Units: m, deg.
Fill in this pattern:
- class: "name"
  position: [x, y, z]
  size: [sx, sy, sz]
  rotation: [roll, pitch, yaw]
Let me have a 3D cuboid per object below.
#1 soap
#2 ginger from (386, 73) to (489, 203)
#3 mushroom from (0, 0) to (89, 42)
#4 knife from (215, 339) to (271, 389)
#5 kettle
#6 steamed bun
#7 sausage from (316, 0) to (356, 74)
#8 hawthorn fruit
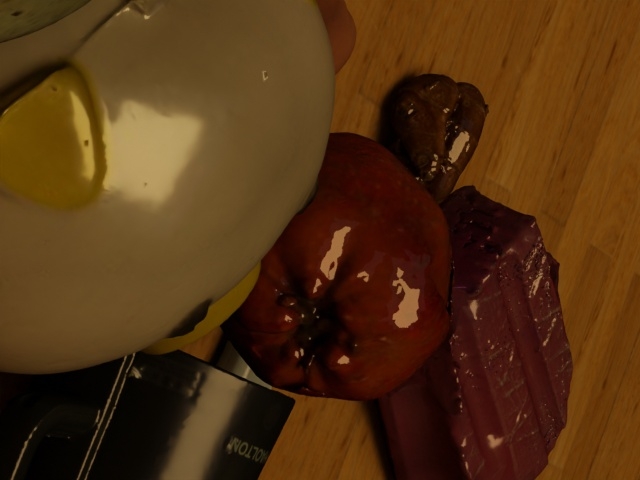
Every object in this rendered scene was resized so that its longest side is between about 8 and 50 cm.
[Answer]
- class: "soap"
  position: [0.155, 0.129, 1.947]
  size: [0.220, 0.127, 0.324]
  rotation: [-45, 136, -31]
- class: "ginger"
  position: [0.103, -0.087, 1.844]
  size: [0.103, 0.073, 0.162]
  rotation: [28, 82, -51]
- class: "mushroom"
  position: [-0.222, -0.277, 1.052]
  size: [0.352, 0.260, 0.352]
  rotation: [5, 84, -61]
- class: "knife"
  position: [-0.035, 0.034, 1.750]
  size: [0.080, 0.044, 0.331]
  rotation: [29, 77, -50]
- class: "kettle"
  position: [-0.169, 0.223, 1.487]
  size: [0.262, 0.203, 0.308]
  rotation: [145, -32, -84]
- class: "steamed bun"
  position: [-0.159, -0.081, 1.317]
  size: [0.374, 0.334, 0.334]
  rotation: [-50, 137, -35]
- class: "sausage"
  position: [-0.071, -0.118, 1.605]
  size: [0.289, 0.086, 0.086]
  rotation: [-42, 133, -32]
- class: "hawthorn fruit"
  position: [0.000, 0.000, 1.608]
  size: [0.211, 0.299, 0.211]
  rotation: [-4, 121, -7]
